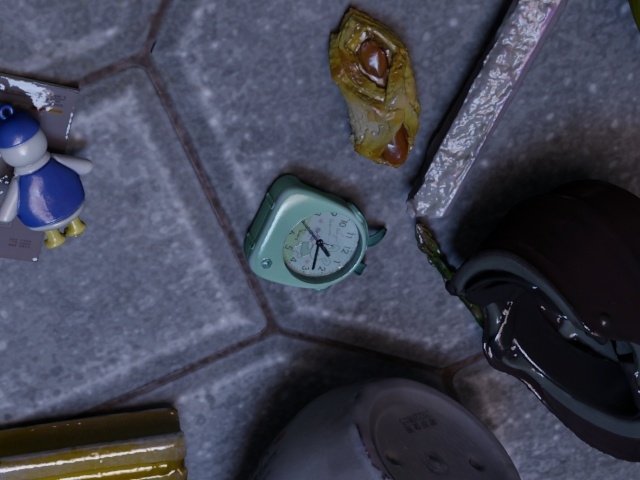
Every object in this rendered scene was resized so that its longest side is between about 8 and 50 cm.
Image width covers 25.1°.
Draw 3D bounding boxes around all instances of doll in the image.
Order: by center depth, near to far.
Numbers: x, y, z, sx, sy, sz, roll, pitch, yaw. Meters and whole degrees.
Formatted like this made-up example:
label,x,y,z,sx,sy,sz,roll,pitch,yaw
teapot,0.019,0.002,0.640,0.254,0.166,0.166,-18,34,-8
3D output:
label,x,y,z,sx,sy,sz,roll,pitch,yaw
doll,-0.249,-0.058,1.261,0.098,0.057,0.143,-36,125,-21

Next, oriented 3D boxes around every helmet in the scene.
label,x,y,z,sx,sy,sz,roll,pitch,yaw
helmet,0.275,0.064,1.419,0.177,0.225,0.305,-53,131,-19

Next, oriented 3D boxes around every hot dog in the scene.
label,x,y,z,sx,sy,sz,roll,pitch,yaw
hot dog,0.056,-0.131,1.320,0.078,0.061,0.169,-22,123,-4

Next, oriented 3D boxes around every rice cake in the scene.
label,x,y,z,sx,sy,sz,roll,pitch,yaw
rice cake,0.156,-0.135,1.352,0.049,0.055,0.270,26,109,-6

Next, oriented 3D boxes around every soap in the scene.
label,x,y,z,sx,sy,sz,roll,pitch,yaw
soap,-0.250,0.251,1.445,0.232,0.073,0.140,-7,119,-12

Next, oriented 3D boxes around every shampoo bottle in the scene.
label,x,y,z,sx,sy,sz,roll,pitch,yaw
shampoo bottle,0.049,0.296,1.440,0.273,0.273,0.266,24,120,-26

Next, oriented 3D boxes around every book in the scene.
label,x,y,z,sx,sy,sz,roll,pitch,yaw
book,-0.295,-0.066,1.285,0.127,0.014,0.182,9,116,-20

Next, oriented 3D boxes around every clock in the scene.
label,x,y,z,sx,sy,sz,roll,pitch,yaw
clock,0.000,0.000,1.392,0.135,0.041,0.101,18,112,-26

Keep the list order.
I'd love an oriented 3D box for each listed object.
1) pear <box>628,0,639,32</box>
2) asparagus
label,x,y,z,sx,sy,sz,roll,pitch,yaw
pear,0.421,-0.227,1.257,0.287,0.287,0.375,-41,138,9
asparagus,0.151,0.059,1.481,0.023,0.022,0.233,-12,132,33
